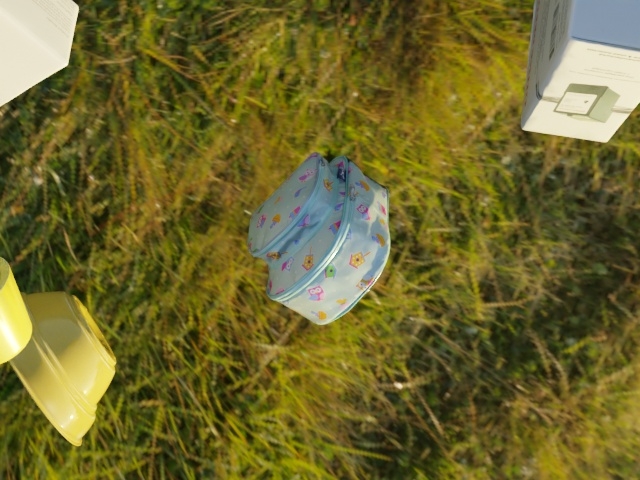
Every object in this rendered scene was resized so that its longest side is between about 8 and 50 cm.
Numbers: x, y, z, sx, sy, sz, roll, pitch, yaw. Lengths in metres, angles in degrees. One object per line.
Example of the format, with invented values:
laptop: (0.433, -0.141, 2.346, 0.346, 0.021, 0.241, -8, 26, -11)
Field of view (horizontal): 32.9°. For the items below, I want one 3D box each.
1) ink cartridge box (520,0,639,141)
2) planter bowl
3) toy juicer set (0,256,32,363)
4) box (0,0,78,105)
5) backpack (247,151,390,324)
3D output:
ink cartridge box: (0.331, -0.264, 1.285, 0.122, 0.289, 0.211, 9, 77, 2)
planter bowl: (-0.306, 0.128, 1.288, 0.090, 0.217, 0.217, -32, 109, -6)
toy juicer set: (-0.332, 0.139, 0.705, 0.209, 0.329, 0.089, -8, 130, 15)
box: (-0.299, -0.199, 1.010, 0.102, 0.087, 0.101, -25, 135, 26)
backpack: (0.000, 0.000, 1.302, 0.144, 0.188, 0.166, 32, 120, -30)
